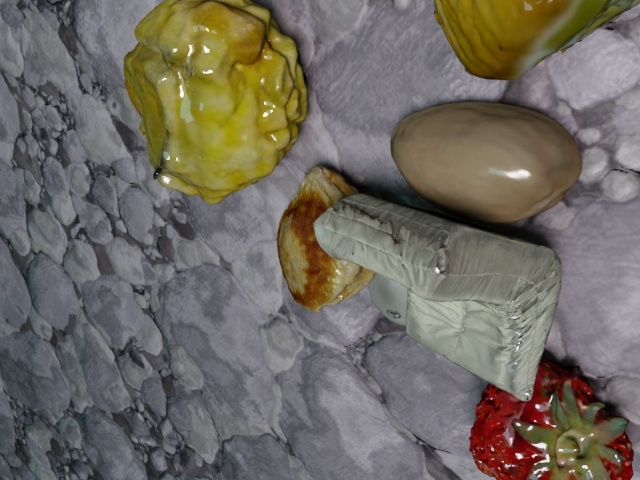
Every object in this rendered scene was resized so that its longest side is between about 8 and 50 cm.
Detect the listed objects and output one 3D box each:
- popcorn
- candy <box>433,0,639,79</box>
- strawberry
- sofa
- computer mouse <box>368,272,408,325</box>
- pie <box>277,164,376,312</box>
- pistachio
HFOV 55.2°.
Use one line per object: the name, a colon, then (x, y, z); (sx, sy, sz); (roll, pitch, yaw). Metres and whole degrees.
popcorn: (-0.145, -0.188, 0.819); (0.251, 0.215, 0.287); (18, 125, 20)
candy: (0.221, -0.234, 0.508); (0.259, 0.259, 0.118); (-29, 90, 40)
strawberry: (0.271, 0.244, 0.768); (0.201, 0.186, 0.185); (126, 147, -64)
sofa: (0.124, 0.059, 0.694); (0.210, 0.225, 0.176); (25, 101, 50)
computer mouse: (0.106, 0.046, 0.854); (0.089, 0.056, 0.182); (2, 112, 30)
pie: (0.000, 0.000, 0.863); (0.179, 0.084, 0.205); (59, 134, 26)
pistachio: (0.179, -0.090, 0.697); (0.225, 0.135, 0.136); (18, 122, 39)
